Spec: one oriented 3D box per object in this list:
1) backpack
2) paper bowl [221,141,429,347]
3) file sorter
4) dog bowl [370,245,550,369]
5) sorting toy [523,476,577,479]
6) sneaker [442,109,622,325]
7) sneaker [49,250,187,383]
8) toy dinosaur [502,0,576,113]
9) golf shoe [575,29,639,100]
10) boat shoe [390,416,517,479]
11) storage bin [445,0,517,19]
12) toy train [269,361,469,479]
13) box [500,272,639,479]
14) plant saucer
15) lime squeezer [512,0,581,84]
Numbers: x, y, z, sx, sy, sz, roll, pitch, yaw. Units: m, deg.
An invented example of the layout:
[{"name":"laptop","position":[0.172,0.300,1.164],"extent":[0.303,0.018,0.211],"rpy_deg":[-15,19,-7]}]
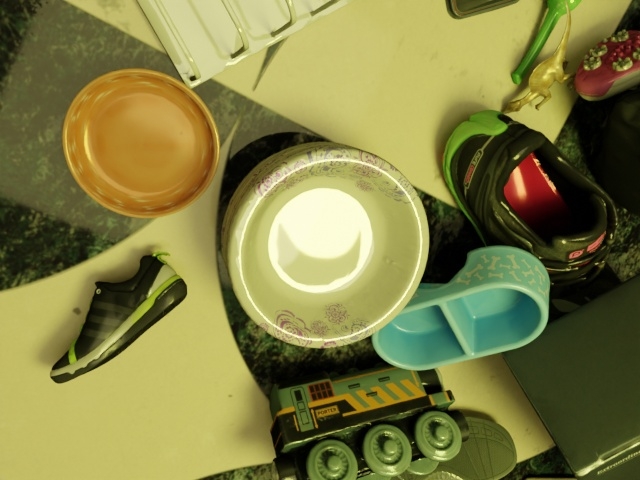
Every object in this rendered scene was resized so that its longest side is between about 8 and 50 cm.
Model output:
[{"name":"backpack","position":[0.633,-0.186,0.800],"extent":[0.355,0.273,0.290],"rpy_deg":[-39,155,2]},{"name":"paper bowl","position":[0.000,0.000,0.786],"extent":[0.284,0.148,0.284],"rpy_deg":[-4,106,-16]},{"name":"file sorter","position":[-0.086,-0.337,0.655],"extent":[0.278,0.173,0.192],"rpy_deg":[-30,111,-6]},{"name":"dog bowl","position":[0.209,0.116,0.845],"extent":[0.297,0.074,0.166],"rpy_deg":[-20,121,23]},{"name":"sorting toy","position":[0.458,0.601,1.143],"extent":[0.307,0.041,0.229],"rpy_deg":[8,102,-18]},{"name":"sneaker","position":[0.370,0.010,0.866],"extent":[0.185,0.202,0.483],"rpy_deg":[-44,112,0]},{"name":"sneaker","position":[-0.299,0.105,0.780],"extent":[0.235,0.084,0.097],"rpy_deg":[-39,88,-4]},{"name":"toy dinosaur","position":[0.364,-0.267,0.846],"extent":[0.093,0.053,0.183],"rpy_deg":[1,128,-38]},{"name":"golf shoe","position":[0.532,-0.282,0.868],"extent":[0.306,0.115,0.140],"rpy_deg":[-33,127,-15]},{"name":"boat shoe","position":[0.205,0.397,0.988],"extent":[0.321,0.103,0.118],"rpy_deg":[-5,67,-18]},{"name":"storage bin","position":[0.260,-0.388,0.784],"extent":[0.135,0.091,0.098],"rpy_deg":[-19,109,-11]},{"name":"toy train","position":[0.072,0.294,0.872],"extent":[0.334,0.190,0.142],"rpy_deg":[-9,148,-18]},{"name":"box","position":[0.519,0.265,0.879],"extent":[0.294,0.212,0.395],"rpy_deg":[-33,134,11]},{"name":"plant saucer","position":[-0.237,-0.129,0.730],"extent":[0.200,0.037,0.199],"rpy_deg":[-4,111,-10]},{"name":"lime squeezer","position":[0.425,-0.376,0.854],"extent":[0.310,0.059,0.110],"rpy_deg":[-34,111,-6]}]
